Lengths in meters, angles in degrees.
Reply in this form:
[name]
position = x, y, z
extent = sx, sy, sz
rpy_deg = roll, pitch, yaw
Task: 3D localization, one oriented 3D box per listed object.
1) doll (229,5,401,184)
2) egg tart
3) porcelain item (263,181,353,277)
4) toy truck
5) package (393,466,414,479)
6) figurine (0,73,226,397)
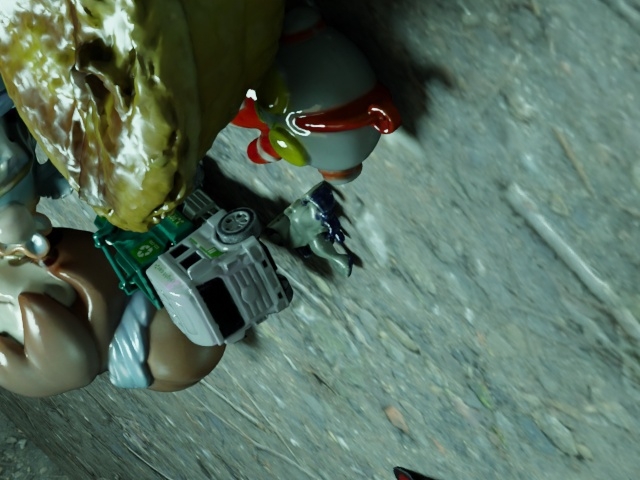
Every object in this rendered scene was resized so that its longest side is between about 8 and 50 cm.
[doll]
position = -0.027, -0.102, 0.945
extent = 0.245, 0.076, 0.142
rpy_deg = 28, 143, 52
[egg tart]
position = -0.126, -0.178, 0.844
extent = 0.339, 0.153, 0.351
rpy_deg = 13, 119, 60
[porcelain item]
position = 0.000, 0.000, 1.142
extent = 0.075, 0.021, 0.136
rpy_deg = 50, 159, -2
[toy truck]
position = -0.123, 0.009, 1.241
extent = 0.216, 0.116, 0.110
rpy_deg = 41, 161, 48
[package]
position = 0.166, 0.343, 1.369
extent = 0.194, 0.071, 0.269
rpy_deg = -7, 110, 63
[figurine]
position = -0.287, -0.005, 1.457
extent = 0.277, 0.248, 0.388
rpy_deg = 23, 138, 54
